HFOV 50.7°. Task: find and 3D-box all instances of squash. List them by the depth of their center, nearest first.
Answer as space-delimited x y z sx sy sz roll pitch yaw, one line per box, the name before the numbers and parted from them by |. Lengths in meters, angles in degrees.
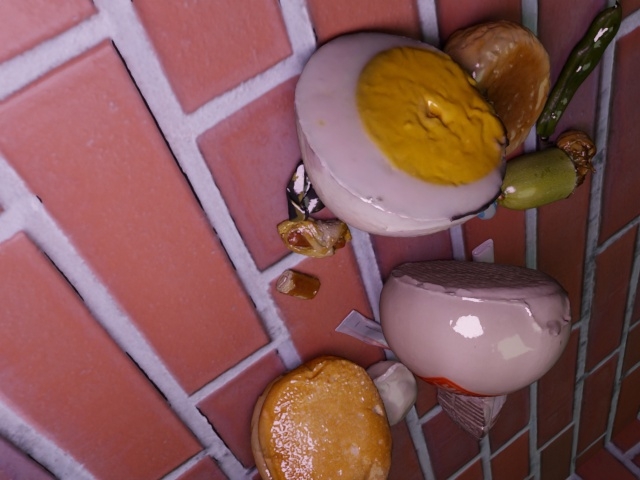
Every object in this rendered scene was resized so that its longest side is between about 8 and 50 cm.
squash | 0.430 -0.117 1.401 0.186 0.123 0.123 -19 133 -26

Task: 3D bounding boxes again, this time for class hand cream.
hand cream | 0.115 0.204 1.469 0.216 0.038 0.052 31 76 -43

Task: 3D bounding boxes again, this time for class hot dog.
hot dog | 0.001 0.000 1.181 0.168 0.061 0.078 1 123 -40

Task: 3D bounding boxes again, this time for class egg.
egg | 0.102 -0.127 1.014 0.337 0.337 0.201 -22 158 -25

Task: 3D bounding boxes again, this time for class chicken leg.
chicken leg | 0.569 -0.165 1.502 0.085 0.101 0.207 -18 151 13

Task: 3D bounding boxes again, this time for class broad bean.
broad bean | 0.508 -0.326 1.349 0.098 0.056 0.318 -32 150 -45

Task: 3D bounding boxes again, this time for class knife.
knife | 0.313 -0.110 1.376 0.064 0.031 0.222 -53 137 -9

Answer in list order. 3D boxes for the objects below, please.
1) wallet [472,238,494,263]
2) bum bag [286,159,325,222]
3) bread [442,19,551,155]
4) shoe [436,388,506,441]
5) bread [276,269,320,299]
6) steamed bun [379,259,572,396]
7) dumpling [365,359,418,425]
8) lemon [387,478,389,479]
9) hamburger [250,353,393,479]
wallet | 0.381 0.055 1.572 0.061 0.025 0.122 -38 139 -19
bum bag | 0.045 -0.099 1.137 0.232 0.060 0.107 -17 126 -29
bread | 0.276 -0.255 1.151 0.244 0.134 0.245 -19 132 -23
shoe | 0.437 0.366 1.761 0.198 0.172 0.351 -26 138 -25
bread | -0.041 0.081 1.234 0.083 0.036 0.047 21 99 -45
steamed bun | 0.295 0.173 1.320 0.374 0.374 0.242 -5 103 -37
dumpling | 0.144 0.352 1.541 0.162 0.132 0.250 -39 155 -21
lemon | 0.012 0.581 1.501 0.297 0.297 0.297 -22 134 -25
hamburger | 0.011 0.395 1.341 0.289 0.314 0.170 -12 166 -25
